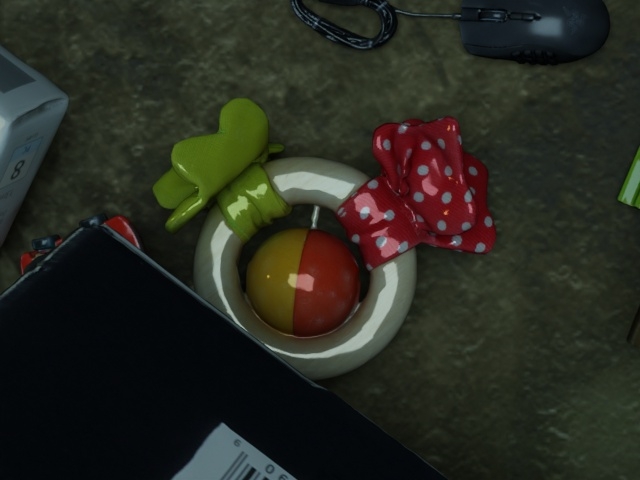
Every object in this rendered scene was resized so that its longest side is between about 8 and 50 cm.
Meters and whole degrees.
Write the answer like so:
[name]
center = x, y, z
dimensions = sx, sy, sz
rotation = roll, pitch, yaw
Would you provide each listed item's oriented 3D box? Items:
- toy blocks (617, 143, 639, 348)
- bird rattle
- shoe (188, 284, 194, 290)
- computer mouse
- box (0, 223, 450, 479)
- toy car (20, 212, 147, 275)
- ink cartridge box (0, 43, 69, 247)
[toy blocks]
center = 0.319, -0.038, 1.102
dimensions = 0.190, 0.261, 0.381
rotation = 22, 92, 4
[bird rattle]
center = 0.000, 0.000, 1.208
dimensions = 0.253, 0.143, 0.207
rotation = 9, 92, -8
[shoe]
center = -0.144, 0.120, 1.238
dimensions = 0.076, 0.058, 0.219
rotation = 44, 93, 3
[computer mouse]
center = 0.096, -0.172, 1.228
dimensions = 0.242, 0.041, 0.071
rotation = 4, 91, 5
[box]
center = -0.113, 0.340, 1.030
dimensions = 0.480, 0.297, 0.472
rotation = 36, 126, 4
[toy car]
center = -0.264, 0.031, 1.244
dimensions = 0.225, 0.053, 0.239
rotation = 38, 102, 9
[ink cartridge box]
center = -0.392, -0.034, 1.220
dimensions = 0.308, 0.091, 0.385
rotation = 36, 119, 9
